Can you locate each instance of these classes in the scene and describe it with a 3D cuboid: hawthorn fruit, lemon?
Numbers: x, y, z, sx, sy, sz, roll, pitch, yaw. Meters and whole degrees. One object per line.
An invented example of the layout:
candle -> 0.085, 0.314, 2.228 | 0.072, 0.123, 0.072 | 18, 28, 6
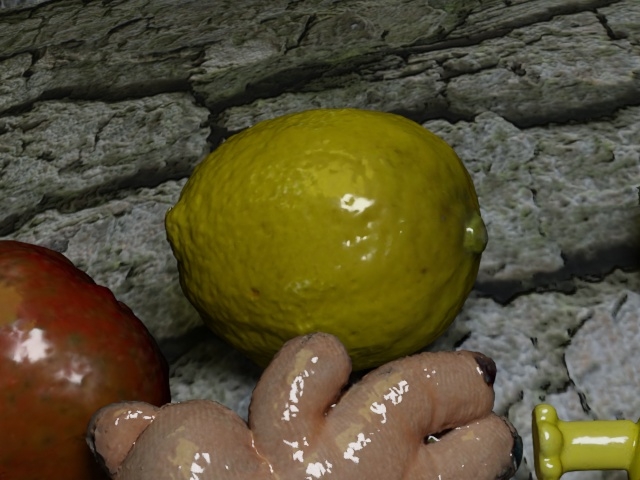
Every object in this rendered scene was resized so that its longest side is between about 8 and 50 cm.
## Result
hawthorn fruit -> -0.275, 0.149, 0.832 | 0.300, 0.254, 0.254 | -48, 41, -13
lemon -> 0.000, 0.000, 0.948 | 0.320, 0.245, 0.245 | -3, 30, 28

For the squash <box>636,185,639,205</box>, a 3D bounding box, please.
squash -> 0.353, -0.011, 0.965 | 0.123, 0.123, 0.186 | 0, 31, 20

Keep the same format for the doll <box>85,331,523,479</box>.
doll -> -0.006, 0.174, 0.766 | 0.303, 0.201, 0.156 | -16, -8, -20

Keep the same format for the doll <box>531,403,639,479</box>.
doll -> 0.322, 0.170, 0.673 | 0.363, 0.145, 0.199 | 1, 71, 4
